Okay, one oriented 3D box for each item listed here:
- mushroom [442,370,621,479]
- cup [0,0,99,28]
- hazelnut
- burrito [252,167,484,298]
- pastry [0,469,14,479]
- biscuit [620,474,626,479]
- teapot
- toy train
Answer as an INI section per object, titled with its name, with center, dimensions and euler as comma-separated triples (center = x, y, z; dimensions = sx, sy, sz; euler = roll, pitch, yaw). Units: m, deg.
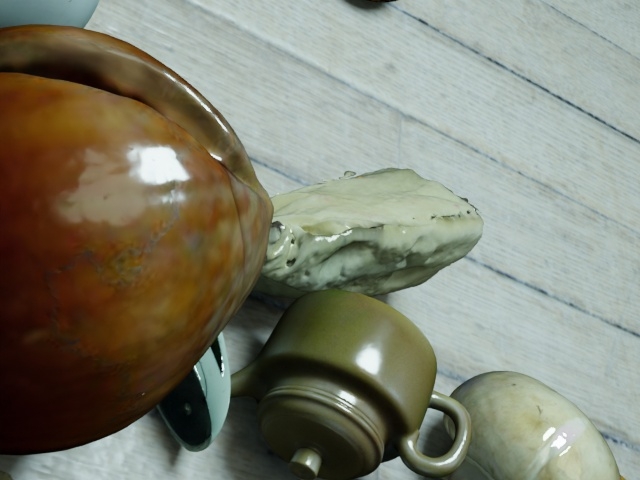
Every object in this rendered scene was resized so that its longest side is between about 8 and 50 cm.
[mushroom]
center = 0.243, 0.265, 1.517
dimensions = 0.184, 0.255, 0.255
euler = -30, 88, -10
[cup]
center = -0.375, -0.302, 1.302
dimensions = 0.312, 0.205, 0.205
euler = 13, 60, -35
[hazelnut]
center = -0.226, -0.007, 1.122
dimensions = 0.359, 0.409, 0.359
euler = 6, 77, -25
[burrito]
center = -0.002, 0.000, 1.481
dimensions = 0.331, 0.135, 0.190
euler = -6, 28, -37
[pastry]
center = -0.317, 0.264, 1.136
dimensions = 0.166, 0.088, 0.166
euler = 20, 53, -30
[biscuit]
center = 0.344, 0.345, 1.659
dimensions = 0.170, 0.050, 0.170
euler = 19, 56, -31
[teapot]
center = 0.025, 0.177, 1.383
dimensions = 0.267, 0.186, 0.175
euler = 20, 53, 10
[toy train]
center = -0.178, 0.020, 1.381
dimensions = 0.088, 0.086, 0.407
euler = -14, 78, -48
